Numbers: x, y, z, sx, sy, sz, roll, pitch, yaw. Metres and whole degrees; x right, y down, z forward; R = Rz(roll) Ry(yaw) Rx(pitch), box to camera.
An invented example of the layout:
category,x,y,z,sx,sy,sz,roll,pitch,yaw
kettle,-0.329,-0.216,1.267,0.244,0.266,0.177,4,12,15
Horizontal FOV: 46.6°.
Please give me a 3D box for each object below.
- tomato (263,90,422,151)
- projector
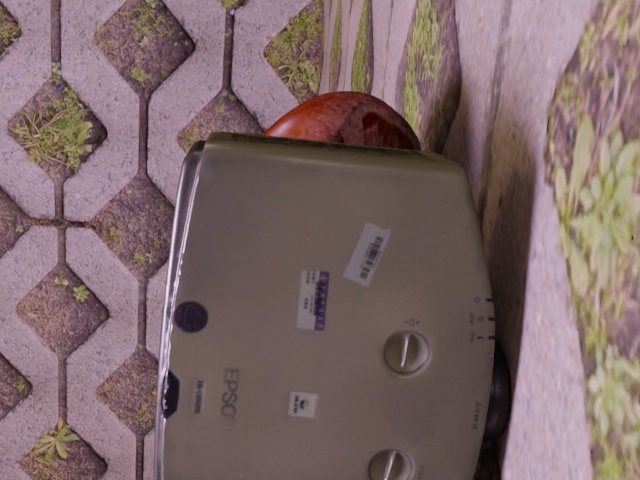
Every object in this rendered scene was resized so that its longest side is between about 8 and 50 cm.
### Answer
category,x,y,z,sx,sy,sz,roll,pitch,yaw
tomato,0.000,0.000,0.574,0.237,0.095,0.237,-31,-55,-58
projector,0.006,0.079,0.433,0.088,0.193,0.269,-111,27,-75
